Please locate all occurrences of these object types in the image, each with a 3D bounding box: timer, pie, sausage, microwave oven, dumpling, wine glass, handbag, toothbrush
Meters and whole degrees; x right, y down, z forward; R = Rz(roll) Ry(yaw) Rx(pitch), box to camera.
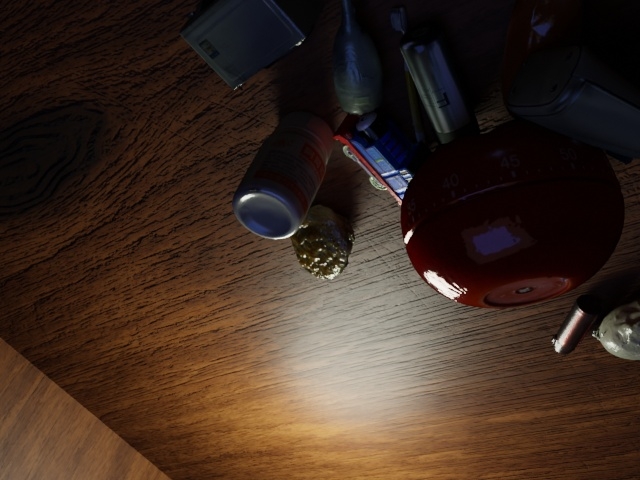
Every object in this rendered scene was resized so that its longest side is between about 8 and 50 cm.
[{"bbox_3d":[0.329,-0.037,1.413,0.377,0.279,0.378,-8,161,-3],"label":"timer"},{"bbox_3d":[0.000,0.000,1.828,0.163,0.079,0.193,33,138,3],"label":"pie"},{"bbox_3d":[0.358,-0.305,1.311,0.133,0.133,0.258,14,137,13],"label":"sausage"},{"bbox_3d":[-0.119,-0.395,1.443,0.205,0.129,0.163,-24,122,40],"label":"microwave oven"},{"bbox_3d":[0.671,0.192,1.664,0.172,0.142,0.247,28,168,-3],"label":"dumpling"},{"bbox_3d":[0.042,-0.310,1.352,0.096,0.264,0.310,-1,133,11],"label":"wine glass"},{"bbox_3d":[0.450,-0.181,1.204,0.315,0.241,0.109,21,96,-14],"label":"handbag"},{"bbox_3d":[0.162,-0.295,1.492,0.024,0.021,0.288,12,138,30],"label":"toothbrush"}]

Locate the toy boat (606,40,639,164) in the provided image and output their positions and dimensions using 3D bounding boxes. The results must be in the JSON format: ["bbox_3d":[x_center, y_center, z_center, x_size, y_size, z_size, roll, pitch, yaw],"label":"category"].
[{"bbox_3d":[0.530,-0.235,1.323,0.103,0.093,0.246,18,138,18],"label":"toy boat"}]

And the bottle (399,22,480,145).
[{"bbox_3d":[0.213,-0.262,1.457,0.096,0.079,0.254,0,133,39],"label":"bottle"}]

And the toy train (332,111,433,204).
[{"bbox_3d":[0.132,-0.167,1.577,0.204,0.083,0.131,45,149,-23],"label":"toy train"}]

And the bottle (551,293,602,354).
[{"bbox_3d":[0.553,0.188,1.768,0.060,0.060,0.164,19,138,7],"label":"bottle"}]

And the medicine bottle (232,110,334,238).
[{"bbox_3d":[-0.067,-0.133,1.594,0.144,0.252,0.145,11,137,10],"label":"medicine bottle"}]
